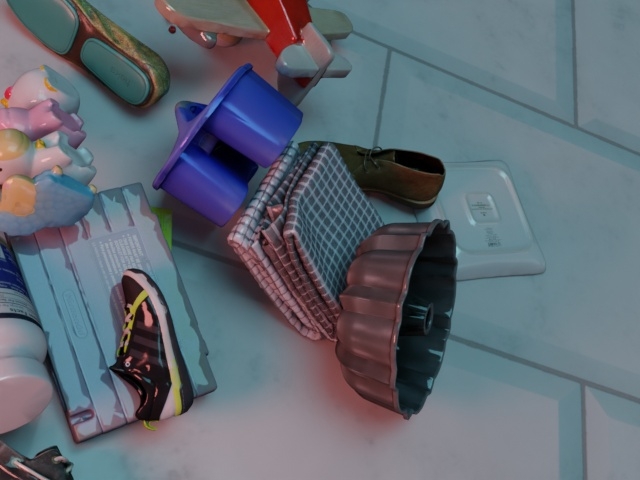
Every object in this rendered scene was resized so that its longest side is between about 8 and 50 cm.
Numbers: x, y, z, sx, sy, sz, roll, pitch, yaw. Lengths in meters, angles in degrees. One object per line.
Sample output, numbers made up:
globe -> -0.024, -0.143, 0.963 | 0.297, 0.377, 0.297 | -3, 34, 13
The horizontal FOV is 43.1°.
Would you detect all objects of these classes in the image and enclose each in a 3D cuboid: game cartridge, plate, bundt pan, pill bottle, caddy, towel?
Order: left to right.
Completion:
pill bottle -> -0.460, 0.120, 1.091 | 0.153, 0.153, 0.264 | -12, 51, -30
game cartridge -> -0.318, 0.100, 1.237 | 0.230, 0.068, 0.354 | -16, 79, -31
caddy -> -0.165, -0.171, 1.345 | 0.179, 0.241, 0.341 | 38, 11, -9
towel -> 0.000, 0.000, 1.356 | 0.283, 0.121, 0.235 | 58, 46, -37
bundt pan -> 0.122, 0.118, 1.333 | 0.124, 0.330, 0.330 | 9, 50, 24
plate -> 0.321, -0.056, 1.662 | 0.278, 0.045, 0.277 | -3, 64, -27

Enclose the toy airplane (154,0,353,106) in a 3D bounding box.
toy airplane -> -0.112, -0.428, 1.546 | 0.386, 0.273, 0.384 | 41, 48, -30

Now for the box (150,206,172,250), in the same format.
box -> -0.335, -0.009, 1.331 | 0.178, 0.042, 0.108 | 7, 62, -22

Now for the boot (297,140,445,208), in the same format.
boot -> 0.091, -0.151, 1.555 | 0.306, 0.115, 0.112 | 12, 63, -4

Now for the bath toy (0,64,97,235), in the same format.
bath toy -> -0.443, -0.149, 1.252 | 0.151, 0.129, 0.348 | 36, 19, -38

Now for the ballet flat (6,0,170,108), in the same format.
ballet flat -> -0.416, -0.370, 1.472 | 0.349, 0.123, 0.123 | 39, 53, 1

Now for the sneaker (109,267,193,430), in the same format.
sneaker -> -0.258, 0.154, 1.163 | 0.097, 0.084, 0.234 | -16, 79, -26

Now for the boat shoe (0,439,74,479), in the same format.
boat shoe -> -0.379, 0.323, 1.069 | 0.335, 0.121, 0.119 | 29, 58, -5

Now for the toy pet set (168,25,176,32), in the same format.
toy pet set -> -0.254, -0.481, 1.628 | 0.122, 0.065, 0.114 | -10, 67, -30
